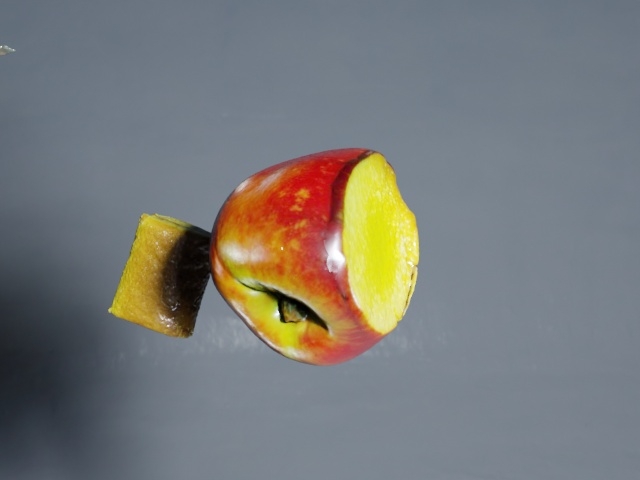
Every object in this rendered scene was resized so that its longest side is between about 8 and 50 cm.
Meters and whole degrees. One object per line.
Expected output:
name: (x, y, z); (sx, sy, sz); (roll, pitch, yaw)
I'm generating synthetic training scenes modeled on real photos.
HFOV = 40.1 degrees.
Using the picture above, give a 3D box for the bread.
bread: (-0.238, 0.054, 1.372); (0.132, 0.172, 0.103); (19, 4, 10)

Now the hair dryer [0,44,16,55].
hair dryer: (-0.435, -0.133, 0.906); (0.267, 0.229, 0.092); (22, 35, 14)

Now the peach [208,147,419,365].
peach: (0.000, 0.000, 1.065); (0.245, 0.248, 0.274); (22, 42, 18)
